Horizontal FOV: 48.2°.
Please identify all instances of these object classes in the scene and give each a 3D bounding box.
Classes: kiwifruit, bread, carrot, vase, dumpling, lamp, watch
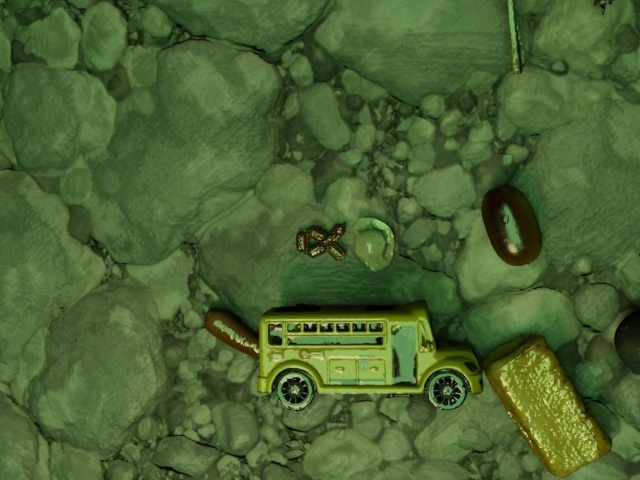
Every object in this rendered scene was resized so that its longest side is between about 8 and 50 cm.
[{"bbox_3d":[0.284,-0.021,1.063,0.075,0.075,0.125,-23,86,14],"label":"kiwifruit"},{"bbox_3d":[0.337,0.245,1.073,0.113,0.083,0.211,-31,89,8],"label":"bread"},{"bbox_3d":[-0.100,0.178,1.186,0.216,0.048,0.048,31,101,3],"label":"carrot"},{"bbox_3d":[0.484,0.101,1.017,0.120,0.120,0.183,3,83,12],"label":"vase"},{"bbox_3d":[0.084,0.004,1.129,0.076,0.057,0.052,56,144,28],"label":"dumpling"},{"bbox_3d":[0.000,0.000,1.150,0.083,0.031,0.063,4,96,16],"label":"lamp"},{"bbox_3d":[0.343,-0.379,1.008,0.164,0.102,0.269,-4,105,10],"label":"watch"}]

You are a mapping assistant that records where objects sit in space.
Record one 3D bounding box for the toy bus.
[{"bbox_3d":[0.076,0.168,1.081,0.330,0.145,0.151,-2,91,7],"label":"toy bus"}]
